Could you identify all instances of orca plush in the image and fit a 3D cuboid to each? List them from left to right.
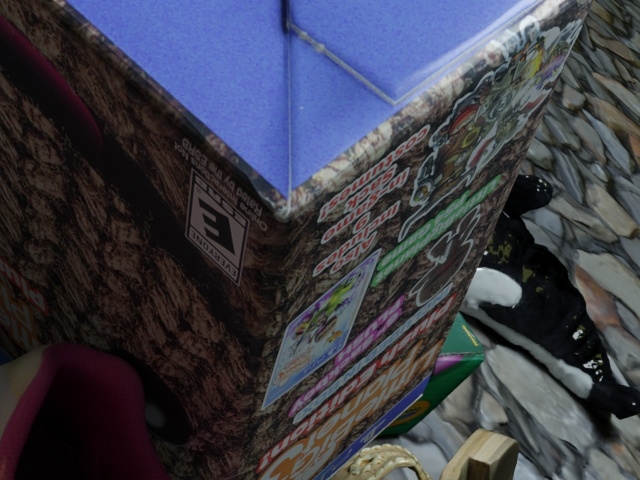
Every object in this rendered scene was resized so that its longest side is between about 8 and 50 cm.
[{"bbox_3d":[0.128,0.007,0.979,0.287,0.102,0.151,45,27,8],"label":"orca plush"}]

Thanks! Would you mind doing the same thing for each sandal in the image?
[{"bbox_3d":[0.031,0.142,0.715,0.079,0.088,0.240,16,12,20],"label":"sandal"}]

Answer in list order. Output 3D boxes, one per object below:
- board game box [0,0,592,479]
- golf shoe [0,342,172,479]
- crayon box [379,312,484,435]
[{"bbox_3d":[-0.060,-0.039,0.546,0.232,0.291,0.141,42,61,18],"label":"board game box"},{"bbox_3d":[-0.064,0.170,0.455,0.115,0.140,0.306,2,48,-53],"label":"golf shoe"},{"bbox_3d":[-0.048,-0.014,0.805,0.165,0.081,0.278,2,47,-51],"label":"crayon box"}]
